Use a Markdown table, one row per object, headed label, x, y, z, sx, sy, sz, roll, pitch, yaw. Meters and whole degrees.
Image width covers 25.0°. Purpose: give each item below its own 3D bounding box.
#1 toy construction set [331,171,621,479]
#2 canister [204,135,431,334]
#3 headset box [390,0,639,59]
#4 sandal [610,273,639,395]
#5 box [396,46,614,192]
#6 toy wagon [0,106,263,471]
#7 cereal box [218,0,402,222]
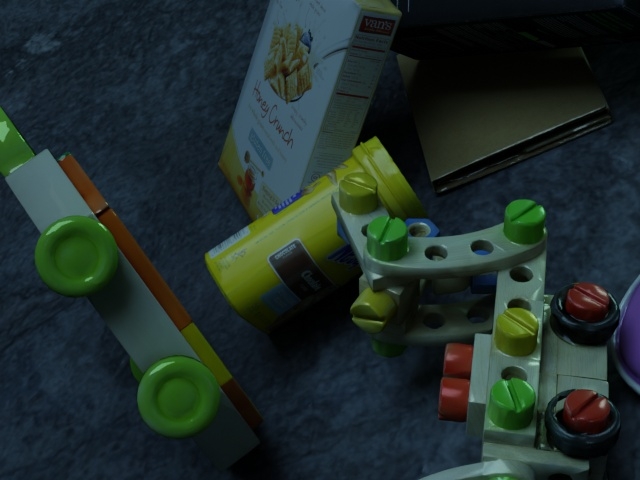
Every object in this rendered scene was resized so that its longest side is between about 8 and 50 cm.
| label | x | y | z | sx | sy | sz | roll | pitch | yaw |
| --- | --- | --- | --- | --- | --- | --- | --- | --- | --- |
| toy construction set | 0.092 | 0.097 | 0.995 | 0.215 | 0.151 | 0.327 | 6 | 56 | 6 |
| canister | 0.000 | 0.000 | 1.182 | 0.170 | 0.126 | 0.073 | -33 | 72 | 3 |
| headset box | 0.177 | -0.295 | 1.242 | 0.283 | 0.131 | 0.246 | -1 | 85 | 34 |
| sandal | 0.329 | 0.029 | 0.867 | 0.416 | 0.102 | 0.169 | -3 | 61 | 52 |
| box | 0.159 | -0.139 | 1.303 | 0.164 | 0.021 | 0.201 | -23 | 40 | 11 |
| toy wagon | -0.165 | 0.019 | 1.087 | 0.068 | 0.344 | 0.267 | -35 | 6 | -7 |
| cereal box | -0.016 | -0.128 | 1.268 | 0.047 | 0.240 | 0.173 | 5 | 28 | -26 |
